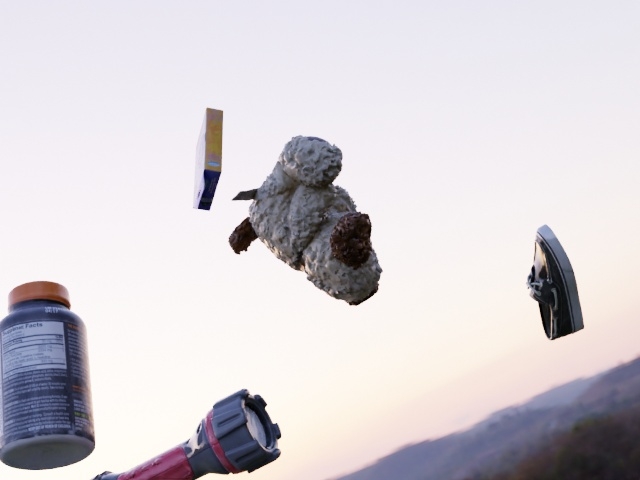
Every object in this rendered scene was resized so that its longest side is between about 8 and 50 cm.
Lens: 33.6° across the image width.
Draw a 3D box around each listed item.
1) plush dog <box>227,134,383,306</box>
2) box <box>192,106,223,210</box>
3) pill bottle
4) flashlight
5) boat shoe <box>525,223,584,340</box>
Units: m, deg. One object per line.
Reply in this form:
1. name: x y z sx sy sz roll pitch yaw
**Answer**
1. plush dog: 0.000 0.000 1.624 0.210 0.225 0.262 -42 -25 -11
2. box: -0.153 -0.105 1.441 0.028 0.136 0.081 7 -41 -15
3. pill bottle: -0.382 0.180 1.458 0.130 0.246 0.130 -9 -30 -5
4. flashlight: -0.199 0.300 1.376 0.304 0.103 0.103 -29 -58 14
5. boat shoe: 0.378 0.075 1.741 0.070 0.219 0.078 -24 29 -3
